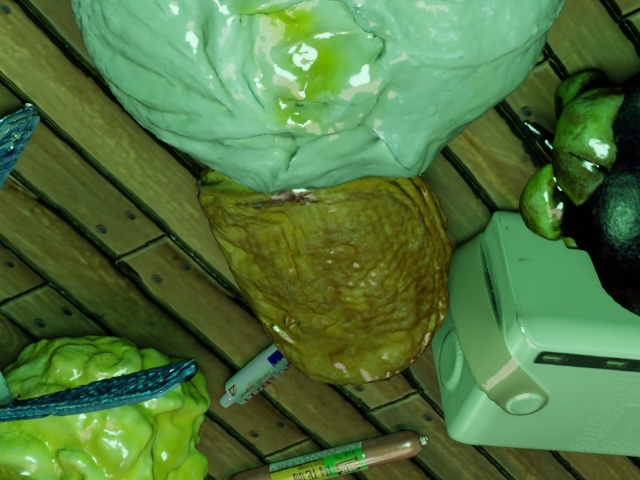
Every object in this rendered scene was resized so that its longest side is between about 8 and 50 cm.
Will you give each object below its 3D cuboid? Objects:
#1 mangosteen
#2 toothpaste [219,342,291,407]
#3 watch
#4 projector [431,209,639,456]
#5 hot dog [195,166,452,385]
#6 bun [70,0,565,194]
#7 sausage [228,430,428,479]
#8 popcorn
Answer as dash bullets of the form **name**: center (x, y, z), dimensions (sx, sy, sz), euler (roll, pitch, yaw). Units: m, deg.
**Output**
- **mangosteen**: center (0.276, -0.040, 1.540), dimensions (0.243, 0.243, 0.243), euler (-2, 139, -2)
- **toothpaste**: center (-0.037, 0.109, 1.815), dimensions (0.045, 0.028, 0.170), euler (23, 129, -37)
- **watch**: center (-0.234, 0.075, 1.592), dimensions (0.068, 0.276, 0.274), euler (-12, 152, -45)
- **projector**: center (0.214, 0.084, 1.708), dimensions (0.242, 0.163, 0.177), euler (6, 138, -18)
- **hot dog**: center (0.000, 0.000, 1.597), dimensions (0.196, 0.122, 0.272), euler (-3, 138, 24)
- **bun**: center (-0.004, -0.175, 1.349), dimensions (0.362, 0.211, 0.362), euler (0, 139, 0)
- **sausage**: center (0.003, 0.227, 1.953), dimensions (0.223, 0.029, 0.029), euler (-16, 138, 13)
- **popcorn**: center (-0.225, 0.196, 1.770), dimensions (0.242, 0.235, 0.250), euler (25, 98, -43)
